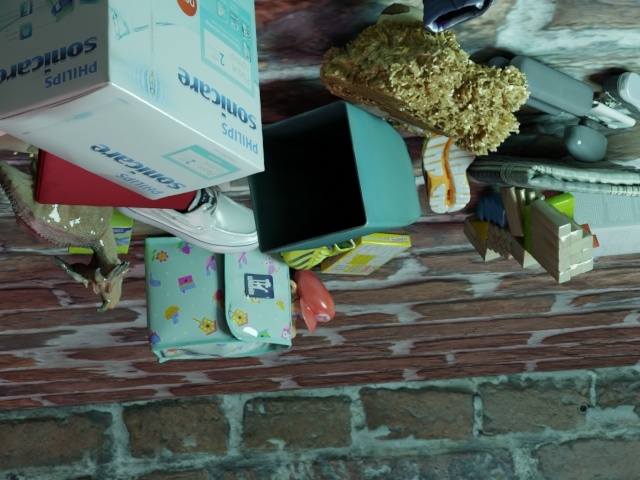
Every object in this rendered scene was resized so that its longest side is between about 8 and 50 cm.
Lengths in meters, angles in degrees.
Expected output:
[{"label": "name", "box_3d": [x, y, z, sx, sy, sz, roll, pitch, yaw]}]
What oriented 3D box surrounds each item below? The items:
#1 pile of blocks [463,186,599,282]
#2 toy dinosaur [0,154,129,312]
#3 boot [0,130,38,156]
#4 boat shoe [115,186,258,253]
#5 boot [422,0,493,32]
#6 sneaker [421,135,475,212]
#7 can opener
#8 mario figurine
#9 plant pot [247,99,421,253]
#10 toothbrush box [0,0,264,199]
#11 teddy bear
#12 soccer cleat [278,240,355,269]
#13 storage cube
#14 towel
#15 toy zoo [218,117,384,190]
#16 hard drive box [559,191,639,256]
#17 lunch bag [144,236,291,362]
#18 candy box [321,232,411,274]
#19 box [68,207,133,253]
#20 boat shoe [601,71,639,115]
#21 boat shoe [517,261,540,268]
[{"label": "pile of blocks", "box_3d": [0.357, -0.035, 1.786, 0.112, 0.149, 0.362, -18, -169, -15]}, {"label": "toy dinosaur", "box_3d": [-0.367, -0.029, 1.530, 0.295, 0.200, 0.127, 28, 151, -34]}, {"label": "boot", "box_3d": [-0.448, -0.142, 1.399, 0.165, 0.077, 0.213, -1, 172, -45]}, {"label": "boat shoe", "box_3d": [-0.198, -0.050, 1.670, 0.258, 0.095, 0.084, 14, 150, -20]}, {"label": "boot", "box_3d": [0.179, -0.280, 1.083, 0.069, 0.086, 0.190, 12, 156, -40]}, {"label": "sneaker", "box_3d": [0.181, -0.132, 1.564, 0.084, 0.083, 0.215, -5, 144, -5]}, {"label": "can opener", "box_3d": [0.324, -0.175, 1.428, 0.280, 0.093, 0.074, 18, 171, -43]}, {"label": "mario figurine", "box_3d": [-0.128, 0.150, 2.201, 0.320, 0.170, 0.198, 0, -162, 14]}, {"label": "plant pot", "box_3d": [0.036, -0.075, 1.471, 0.165, 0.166, 0.234, -15, 170, 30]}, {"label": "toothbrush box", "box_3d": [-0.160, -0.209, 0.903, 0.126, 0.296, 0.216, -12, 159, 26]}, {"label": "teddy bear", "box_3d": [0.128, -0.192, 1.286, 0.245, 0.113, 0.338, 18, 179, 42]}, {"label": "soccer cleat", "box_3d": [-0.001, 0.001, 1.853, 0.121, 0.093, 0.289, 29, 161, 7]}, {"label": "storage cube", "box_3d": [-0.233, -0.153, 1.243, 0.215, 0.184, 0.193, 1, 163, -17]}, {"label": "towel", "box_3d": [0.392, -0.097, 1.576, 0.324, 0.056, 0.312, 5, -176, -12]}, {"label": "toy zoo", "box_3d": [-0.055, -0.125, 1.606, 0.293, 0.030, 0.192, -3, 162, -3]}, {"label": "hard drive box", "box_3d": [0.537, -0.041, 1.884, 0.232, 0.089, 0.181, -4, 162, 4]}, {"label": "lunch bag", "box_3d": [-0.182, 0.100, 1.962, 0.262, 0.223, 0.160, -5, 162, 2]}, {"label": "candy box", "box_3d": [0.086, 0.028, 2.110, 0.105, 0.027, 0.206, 2, 162, -23]}, {"label": "box", "box_3d": [-0.380, -0.021, 1.847, 0.109, 0.042, 0.178, 0, 162, -13]}, {"label": "boat shoe", "box_3d": [0.431, -0.197, 1.464, 0.040, 0.049, 0.142, 6, 171, 41]}, {"label": "boat shoe", "box_3d": [0.436, 0.021, 2.137, 0.046, 0.038, 0.125, 44, 150, -4]}]
